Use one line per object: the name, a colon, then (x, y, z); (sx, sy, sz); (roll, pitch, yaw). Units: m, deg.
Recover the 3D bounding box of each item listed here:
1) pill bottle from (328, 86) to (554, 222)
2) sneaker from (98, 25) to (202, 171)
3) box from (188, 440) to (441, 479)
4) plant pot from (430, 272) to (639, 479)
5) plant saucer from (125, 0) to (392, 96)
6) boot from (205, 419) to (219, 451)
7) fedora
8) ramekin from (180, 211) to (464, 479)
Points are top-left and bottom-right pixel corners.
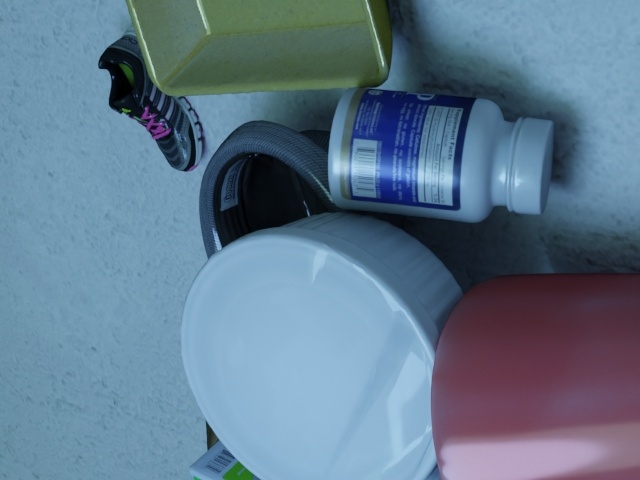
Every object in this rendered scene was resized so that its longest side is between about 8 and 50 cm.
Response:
pill bottle: (0.109, -0.074, 1.391); (0.186, 0.112, 0.112); (7, 122, 13)
sneaker: (-0.191, -0.146, 1.713); (0.063, 0.075, 0.170); (-13, 105, 49)
box: (0.046, 0.228, 1.557); (0.231, 0.262, 0.127); (20, 135, 35)
plant pot: (0.266, 0.141, 1.305); (0.243, 0.275, 0.275); (-13, 105, 38)
plant saucer: (-0.074, -0.309, 1.486); (0.332, 0.081, 0.333); (3, 117, 45)
boot: (-0.092, 0.296, 1.904); (0.115, 0.112, 0.305); (-117, 21, -46)
fedora: (0.000, 0.000, 1.573); (0.243, 0.124, 0.275); (-20, 97, 49)
ramekin: (0.018, 0.099, 1.423); (0.273, 0.127, 0.273); (13, 117, 27)
